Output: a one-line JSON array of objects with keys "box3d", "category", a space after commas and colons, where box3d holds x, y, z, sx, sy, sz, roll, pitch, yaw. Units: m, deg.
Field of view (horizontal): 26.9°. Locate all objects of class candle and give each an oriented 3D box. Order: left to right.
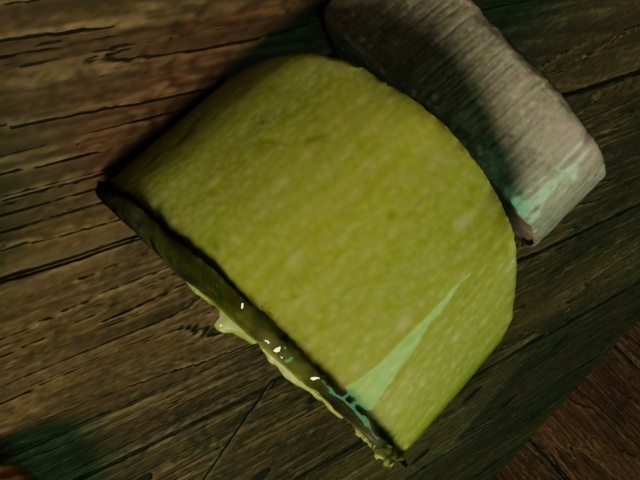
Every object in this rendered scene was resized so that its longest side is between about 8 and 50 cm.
[{"box3d": [0.068, -0.083, 0.749, 0.068, 0.192, 0.168, -42, 117, -4], "category": "candle"}]

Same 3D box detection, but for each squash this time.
[{"box3d": [-0.005, 0.011, 0.709, 0.133, 0.220, 0.220, -49, 163, -14], "category": "squash"}]

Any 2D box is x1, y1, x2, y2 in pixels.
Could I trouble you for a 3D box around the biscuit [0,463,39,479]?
[{"box3d": [-0.280, 0.277, 0.888, 0.277, 0.052, 0.262, -32, 143, -16], "category": "biscuit"}]
